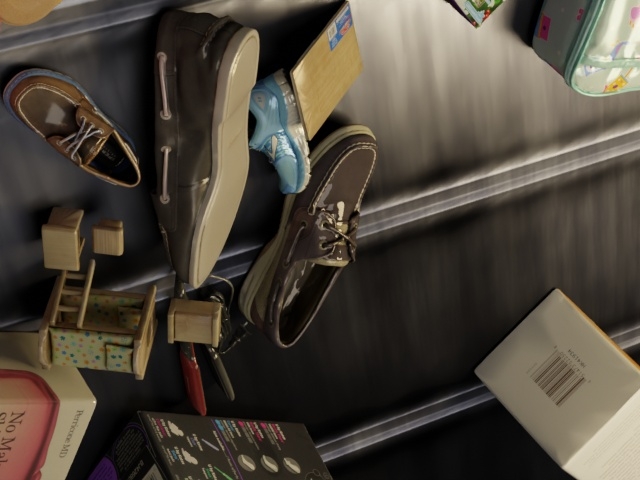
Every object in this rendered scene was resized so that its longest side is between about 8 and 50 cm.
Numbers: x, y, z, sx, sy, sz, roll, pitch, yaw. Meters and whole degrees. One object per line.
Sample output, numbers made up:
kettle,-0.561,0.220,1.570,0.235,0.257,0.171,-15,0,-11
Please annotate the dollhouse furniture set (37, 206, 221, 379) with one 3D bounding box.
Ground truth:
dollhouse furniture set,-0.202,0.061,1.783,0.181,0.101,0.161,5,129,3

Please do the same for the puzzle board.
puzzle board,0.006,-0.184,1.819,0.128,0.011,0.096,-55,147,-35

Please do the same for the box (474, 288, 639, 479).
box,0.407,0.251,2.386,0.168,0.215,0.345,-46,139,5

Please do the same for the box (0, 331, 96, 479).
box,-0.383,0.191,1.804,0.232,0.127,0.149,3,122,-38

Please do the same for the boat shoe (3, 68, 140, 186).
boat shoe,-0.240,-0.111,1.697,0.066,0.066,0.183,-49,138,8

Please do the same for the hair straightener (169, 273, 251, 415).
hair straightener,-0.130,0.106,1.994,0.089,0.047,0.230,-25,132,-18

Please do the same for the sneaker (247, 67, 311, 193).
sneaker,-0.055,-0.116,1.854,0.073,0.063,0.162,-15,131,-2

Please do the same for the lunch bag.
lunch bag,0.396,-0.279,2.003,0.279,0.108,0.224,-6,128,-34

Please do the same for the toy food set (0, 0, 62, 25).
toy food set,-0.279,-0.241,1.591,0.083,0.020,0.082,-34,138,-8

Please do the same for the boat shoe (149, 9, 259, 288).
boat shoe,-0.135,-0.099,1.787,0.112,0.095,0.335,-52,160,-48

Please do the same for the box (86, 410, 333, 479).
box,-0.132,0.320,2.078,0.270,0.143,0.165,10,128,-42

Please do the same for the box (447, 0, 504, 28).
box,0.161,-0.381,1.776,0.201,0.057,0.293,-43,139,3

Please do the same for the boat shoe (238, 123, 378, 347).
boat shoe,0.000,0.000,1.953,0.103,0.092,0.285,6,123,-44
